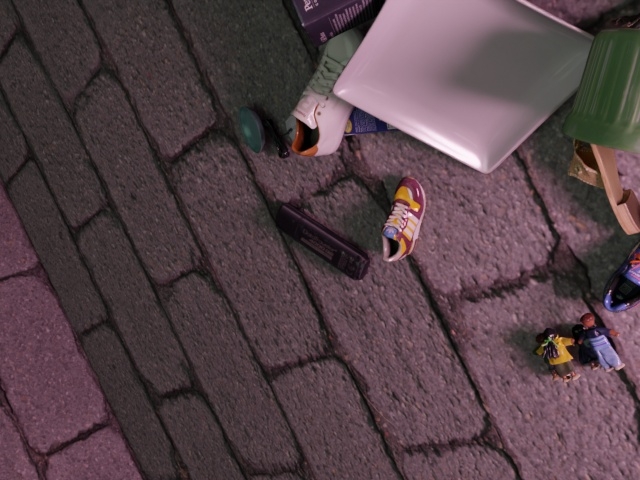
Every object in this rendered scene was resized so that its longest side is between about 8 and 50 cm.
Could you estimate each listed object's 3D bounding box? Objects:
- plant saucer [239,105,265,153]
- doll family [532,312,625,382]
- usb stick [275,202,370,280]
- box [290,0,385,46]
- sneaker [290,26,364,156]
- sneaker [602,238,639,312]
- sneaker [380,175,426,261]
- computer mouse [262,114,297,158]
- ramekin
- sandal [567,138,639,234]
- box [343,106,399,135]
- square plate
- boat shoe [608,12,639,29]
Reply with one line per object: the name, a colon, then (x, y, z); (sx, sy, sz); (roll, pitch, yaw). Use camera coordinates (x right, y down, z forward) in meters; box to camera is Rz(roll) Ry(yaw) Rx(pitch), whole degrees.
plant saucer: (-0.163, -0.272, 1.596); (0.119, 0.021, 0.119); (50, 153, 37)
doll family: (0.475, 0.198, 1.222); (0.193, 0.076, 0.112); (-29, 83, 39)
usb stick: (0.000, 0.000, 1.571); (0.278, 0.045, 0.077); (34, 119, 27)
box: (0.049, -0.557, 1.084); (0.312, 0.179, 0.344); (-25, 92, 9)
sneaker: (0.012, -0.297, 1.342); (0.105, 0.123, 0.290); (35, 126, 30)
sneaker: (0.544, 0.043, 1.084); (0.083, 0.087, 0.221); (36, 127, 24)
sneaker: (0.170, -0.041, 1.378); (0.069, 0.083, 0.186); (19, 119, 35)
computer mouse: (-0.056, -0.264, 1.514); (0.192, 0.042, 0.106); (-21, 92, 44)
ramekin: (0.500, -0.199, 0.887); (0.303, 0.303, 0.148); (18, 111, 35)
sandal: (0.457, -0.113, 1.099); (0.079, 0.088, 0.240); (-21, 99, 43)
box: (0.130, -0.291, 1.344); (0.225, 0.036, 0.137); (3, 109, 40)
square plate: (0.238, -0.293, 1.108); (0.347, 0.049, 0.344); (26, 145, -9)
boat shoe: (0.470, -0.324, 1.022); (0.049, 0.056, 0.152); (50, 132, 7)
